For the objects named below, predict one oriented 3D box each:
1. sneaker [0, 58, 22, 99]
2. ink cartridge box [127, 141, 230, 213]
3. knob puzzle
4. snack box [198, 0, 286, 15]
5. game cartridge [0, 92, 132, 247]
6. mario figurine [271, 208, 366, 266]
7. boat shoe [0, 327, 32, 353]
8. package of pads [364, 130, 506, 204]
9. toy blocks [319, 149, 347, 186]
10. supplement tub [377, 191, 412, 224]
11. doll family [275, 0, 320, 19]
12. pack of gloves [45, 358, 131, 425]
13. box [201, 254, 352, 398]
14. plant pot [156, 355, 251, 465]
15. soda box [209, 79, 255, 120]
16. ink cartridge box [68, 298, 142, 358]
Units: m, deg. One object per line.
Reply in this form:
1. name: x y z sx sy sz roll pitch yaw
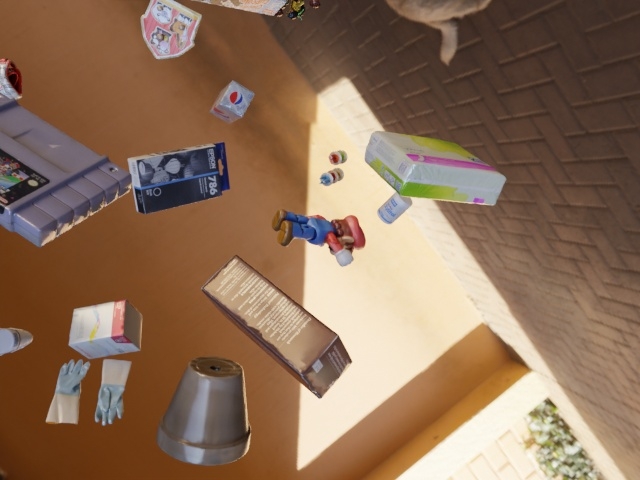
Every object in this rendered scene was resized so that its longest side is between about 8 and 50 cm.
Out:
1. sneaker: -0.883 -0.459 1.503 0.270 0.145 0.090 63 177 16
2. ink cartridge box: -0.406 -0.196 1.725 0.065 0.333 0.165 14 117 46
3. knob puzzle: -0.509 -0.694 1.882 0.213 0.213 0.030 55 -168 -13
4. snack box: -0.227 -0.604 1.240 0.322 0.060 0.187 -19 -100 -54
5. game cartridge: -0.558 -0.146 1.029 0.355 0.230 0.068 31 128 9
6. mario figurine: 0.000 0.000 1.863 0.170 0.321 0.197 -35 52 57
7. boat shoe: -1.002 0.311 1.735 0.088 0.268 0.096 12 -115 -68
8. package of pads: 0.284 -0.188 1.451 0.229 0.297 0.101 54 133 52
9. toy blocks: 0.040 -0.260 2.048 0.054 0.123 0.148 18 -157 20
10. supplement tub: 0.245 -0.109 1.882 0.071 0.107 0.071 27 -143 -23
11. doll family: -0.051 -0.622 1.445 0.076 0.111 0.193 23 157 -26
12. pack of gloves: -0.671 0.448 1.661 0.232 0.195 0.046 -102 27 -50
13. box: -0.112 0.216 1.454 0.381 0.143 0.191 36 164 30
14. plant pot: -0.386 0.566 1.969 0.323 0.324 0.280 -148 67 -70
15. soda box: -0.323 -0.492 2.042 0.091 0.098 0.286 29 178 -19
16. ink cartridge box: -0.666 0.278 1.770 0.128 0.176 0.127 73 -173 -56
